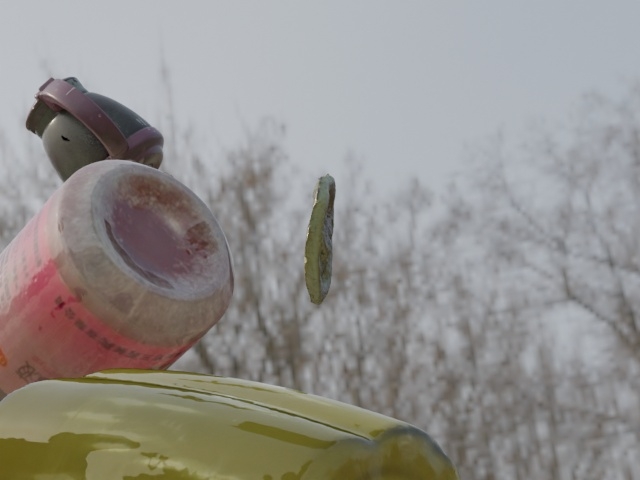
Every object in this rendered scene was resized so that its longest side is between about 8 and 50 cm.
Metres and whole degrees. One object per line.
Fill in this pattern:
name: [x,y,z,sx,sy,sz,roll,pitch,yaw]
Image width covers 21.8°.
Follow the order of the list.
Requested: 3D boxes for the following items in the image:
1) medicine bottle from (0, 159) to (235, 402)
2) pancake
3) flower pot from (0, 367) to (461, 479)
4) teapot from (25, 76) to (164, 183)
medicine bottle: [-0.176,0.060,1.170,0.147,0.147,0.247,14,-42,-36]
pancake: [0.000,0.000,1.253,0.017,0.108,0.108,3,-26,6]
flower pot: [-0.037,0.144,0.699,0.179,0.195,0.195,-8,-21,39]
teapot: [-0.256,-0.109,1.792,0.116,0.146,0.148,-50,-9,14]
